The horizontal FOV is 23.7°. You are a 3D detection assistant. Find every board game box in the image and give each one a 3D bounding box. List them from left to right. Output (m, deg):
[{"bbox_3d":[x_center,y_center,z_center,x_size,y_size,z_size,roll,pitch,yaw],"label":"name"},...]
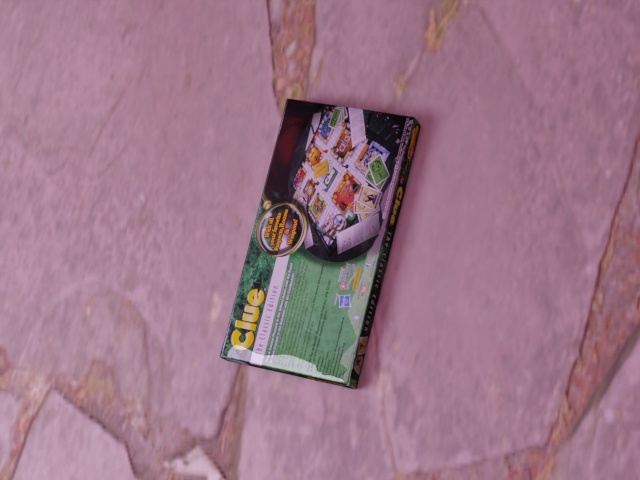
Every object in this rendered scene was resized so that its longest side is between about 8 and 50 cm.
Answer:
[{"bbox_3d":[0.000,0.000,1.439,0.136,0.030,0.260,12,81,20],"label":"board game box"}]
